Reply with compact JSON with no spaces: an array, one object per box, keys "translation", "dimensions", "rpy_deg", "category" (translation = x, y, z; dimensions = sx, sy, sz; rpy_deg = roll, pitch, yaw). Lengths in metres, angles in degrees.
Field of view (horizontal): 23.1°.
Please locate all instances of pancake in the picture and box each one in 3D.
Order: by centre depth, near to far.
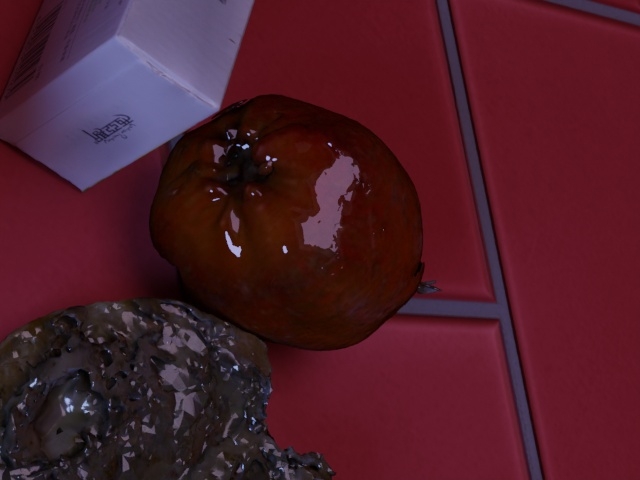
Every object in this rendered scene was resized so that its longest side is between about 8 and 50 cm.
[{"translation":[-0.132,0.225,1.193],"dimensions":[0.382,0.071,0.382],"rpy_deg":[11,72,-35],"category":"pancake"}]

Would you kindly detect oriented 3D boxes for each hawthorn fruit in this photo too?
[{"translation":[0.000,0.000,1.346],"dimensions":[0.299,0.211,0.211],"rpy_deg":[29,53,-43],"category":"hawthorn fruit"}]

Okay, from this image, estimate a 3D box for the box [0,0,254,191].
[{"translation":[-0.147,-0.194,1.291],"dimensions":[0.111,0.194,0.260],"rpy_deg":[37,51,-26],"category":"box"}]
